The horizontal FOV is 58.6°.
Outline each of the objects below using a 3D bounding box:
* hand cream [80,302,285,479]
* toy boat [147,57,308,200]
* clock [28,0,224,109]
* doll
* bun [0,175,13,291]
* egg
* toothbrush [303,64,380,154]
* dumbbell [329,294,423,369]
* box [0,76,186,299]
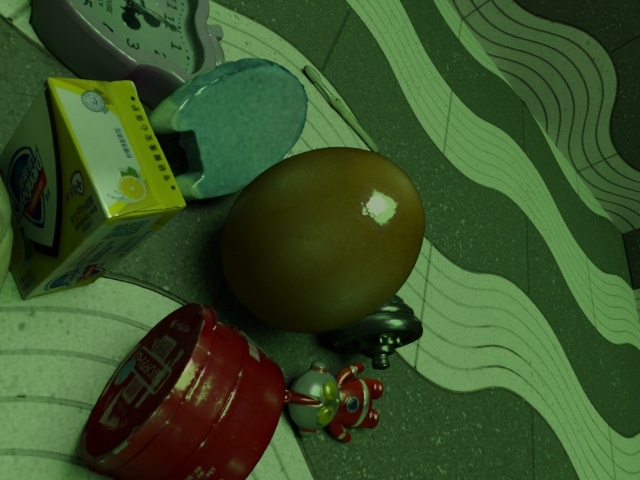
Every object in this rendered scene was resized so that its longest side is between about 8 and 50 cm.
[{"bbox_3d":[-0.164,0.205,0.702,0.149,0.230,0.230,45,41,-21],"label":"hand cream"},{"bbox_3d":[-0.164,-0.205,1.001,0.330,0.123,0.215,-40,134,-35],"label":"toy boat"},{"bbox_3d":[-0.320,-0.392,0.985,0.338,0.102,0.338,28,49,-38],"label":"clock"},{"bbox_3d":[0.020,0.276,0.986,0.245,0.076,0.142,23,74,-46],"label":"doll"},{"bbox_3d":[-0.457,-0.037,0.499,0.365,0.219,0.365,22,52,-31],"label":"bun"},{"bbox_3d":[0.000,0.000,0.905,0.283,0.351,0.282,34,39,-34],"label":"egg"},{"bbox_3d":[0.058,-0.325,1.437,0.294,0.026,0.028,47,25,-18],"label":"toothbrush"},{"bbox_3d":[0.088,0.050,1.119,0.179,0.179,0.406,18,55,-42],"label":"dumbbell"},{"bbox_3d":[-0.292,-0.051,0.675,0.097,0.265,0.168,-19,84,-49],"label":"box"}]
